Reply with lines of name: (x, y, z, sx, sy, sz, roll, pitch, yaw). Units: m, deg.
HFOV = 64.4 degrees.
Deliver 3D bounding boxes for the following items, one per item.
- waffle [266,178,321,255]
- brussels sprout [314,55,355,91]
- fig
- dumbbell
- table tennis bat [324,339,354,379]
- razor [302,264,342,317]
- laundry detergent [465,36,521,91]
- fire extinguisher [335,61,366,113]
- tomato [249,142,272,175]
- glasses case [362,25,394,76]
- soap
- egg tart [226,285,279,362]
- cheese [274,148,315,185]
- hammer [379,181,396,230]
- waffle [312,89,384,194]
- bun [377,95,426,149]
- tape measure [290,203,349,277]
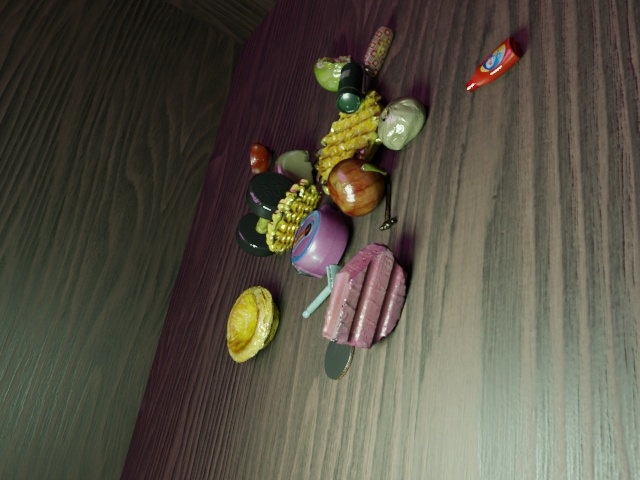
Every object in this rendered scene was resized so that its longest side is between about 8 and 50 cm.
waffle: (-0.099, -0.089, 1.854, 0.062, 0.329, 0.329, 32, 102, 18)
brussels sprout: (0.062, -0.704, 2.137, 0.183, 0.145, 0.131, 7, 42, 20)
fig: (0.123, -0.177, 1.622, 0.205, 0.205, 0.205, -39, 39, 42)
dumbbell: (-0.216, -0.098, 2.037, 0.322, 0.204, 0.203, 115, 158, -48)
table tennis bat: (0.065, 0.313, 1.542, 0.130, 0.019, 0.220, 6, 77, 60)
razor: (0.003, 0.191, 1.699, 0.232, 0.068, 0.106, -51, 32, 37)
laundry detergent: (0.460, -0.468, 1.375, 0.165, 0.049, 0.097, -37, 34, 45)
fire extinguisher: (0.116, -0.591, 1.895, 0.118, 0.093, 0.294, -23, 40, 31)
tomato: (-0.296, -0.412, 2.601, 0.189, 0.100, 0.173, 43, -132, -79)
glasses case: (0.219, -0.725, 1.942, 0.194, 0.073, 0.049, -67, 21, 3)
soap: (0.129, 0.145, 1.382, 0.112, 0.182, 0.288, 14, 88, 63)
egg tart: (-0.248, 0.325, 1.963, 0.319, 0.128, 0.318, -36, 44, 45)
cheese: (-0.099, -0.267, 2.099, 0.091, 0.176, 0.202, 119, 134, -66)
hammer: (0.212, -0.113, 1.588, 0.065, 0.021, 0.178, -32, 42, 47)
waffle: (0.110, -0.365, 1.866, 0.379, 0.095, 0.382, -47, 32, 33)
bun: (0.245, -0.380, 1.614, 0.167, 0.114, 0.173, 2, 70, 60)
tape measure: (0.000, 0.000, 1.752, 0.231, 0.149, 0.245, -43, 30, 43)
